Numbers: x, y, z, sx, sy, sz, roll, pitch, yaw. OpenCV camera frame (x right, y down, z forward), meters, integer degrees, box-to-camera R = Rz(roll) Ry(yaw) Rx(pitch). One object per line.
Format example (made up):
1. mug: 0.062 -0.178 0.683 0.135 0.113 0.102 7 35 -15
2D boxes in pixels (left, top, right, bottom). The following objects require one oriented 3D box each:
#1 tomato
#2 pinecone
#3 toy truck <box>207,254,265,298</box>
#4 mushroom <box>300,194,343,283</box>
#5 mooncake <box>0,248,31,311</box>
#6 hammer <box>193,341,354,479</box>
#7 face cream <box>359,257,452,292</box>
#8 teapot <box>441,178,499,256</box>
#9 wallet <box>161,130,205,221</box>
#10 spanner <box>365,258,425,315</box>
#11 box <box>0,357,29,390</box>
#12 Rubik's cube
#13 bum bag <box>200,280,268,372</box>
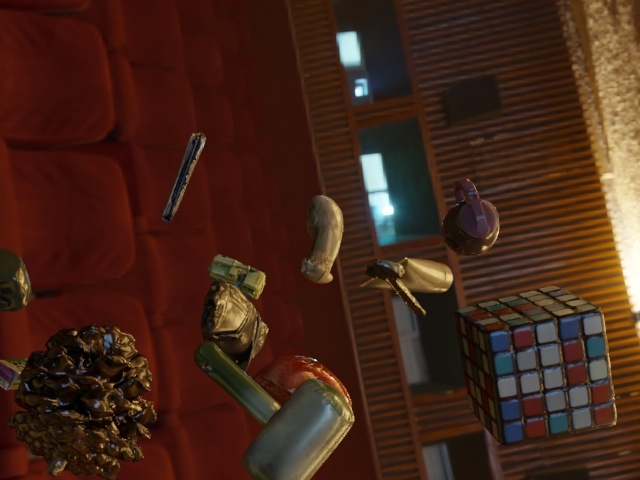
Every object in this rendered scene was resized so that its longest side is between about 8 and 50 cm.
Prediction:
1. tomato: -0.029 0.428 2.385 0.338 0.143 0.338 33 -15 10
2. pinecone: -0.380 0.252 1.329 0.243 0.244 0.257 121 -34 -66
3. toy truck: -0.241 0.096 2.391 0.077 0.169 0.100 -63 177 -27
4. mushroom: 0.004 0.000 1.771 0.223 0.092 0.081 -89 157 -45
5. mooncake: -0.624 0.092 1.537 0.168 0.175 0.104 -64 149 -62
6. hammer: -0.113 0.283 1.470 0.335 0.206 0.119 36 -9 28
7. face cream: 0.231 0.087 2.087 0.137 0.341 0.084 -32 -110 25
8. teapot: 0.317 -0.048 1.694 0.146 0.116 0.148 90 15 -80
9. wallet: -0.327 -0.157 1.975 0.167 0.036 0.222 -124 -124 -78
10. spanner: 0.176 0.105 1.822 0.325 0.093 0.026 45 56 -56
11. box: -0.498 0.235 1.475 0.041 0.050 0.207 -60 160 5
12. Rubik's cube: 0.325 0.189 1.276 0.182 0.187 0.184 -124 -159 -80
13. bum bag: -0.182 0.199 1.778 0.142 0.080 0.326 -62 154 -21
